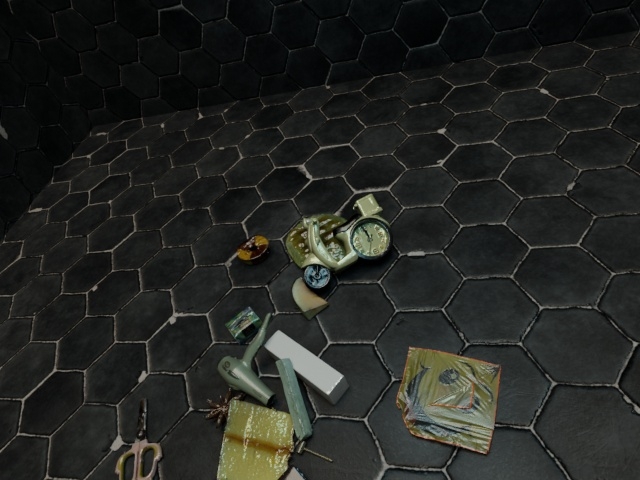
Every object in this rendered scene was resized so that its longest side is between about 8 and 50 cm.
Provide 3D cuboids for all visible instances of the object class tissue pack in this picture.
[{"bbox_3d":[-0.278,0.299,1.674,0.111,0.079,0.085,-37,45,-15],"label":"tissue pack"}]

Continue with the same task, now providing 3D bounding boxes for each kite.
[{"bbox_3d":[0.377,0.433,1.336,0.328,0.013,0.377,-25,42,-4],"label":"kite"}]

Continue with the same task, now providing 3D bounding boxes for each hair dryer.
[{"bbox_3d":[-0.188,0.396,1.485,0.267,0.092,0.229,-45,60,5],"label":"hair dryer"}]

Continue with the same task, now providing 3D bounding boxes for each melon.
[{"bbox_3d":[-0.060,0.205,1.702,0.098,0.054,0.182,-33,45,-19],"label":"melon"}]

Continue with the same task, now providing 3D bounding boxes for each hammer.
[{"bbox_3d":[-0.015,0.608,1.323,0.110,0.019,0.035,13,54,25],"label":"hammer"}]

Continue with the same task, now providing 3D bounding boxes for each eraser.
[{"bbox_3d":[-0.050,0.401,1.489,0.298,0.078,0.076,26,61,37],"label":"eraser"}]

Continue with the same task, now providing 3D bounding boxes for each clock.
[{"bbox_3d":[0.078,0.003,1.732,0.379,0.120,0.276,-23,77,-10],"label":"clock"}]

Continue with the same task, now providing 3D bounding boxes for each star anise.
[{"bbox_3d":[-0.302,0.540,1.477,0.141,0.042,0.141,-10,37,8],"label":"star anise"}]

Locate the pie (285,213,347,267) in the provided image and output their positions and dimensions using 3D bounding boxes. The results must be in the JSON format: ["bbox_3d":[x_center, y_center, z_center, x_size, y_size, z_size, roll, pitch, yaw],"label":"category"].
[{"bbox_3d":[0.000,0.000,1.863,0.307,0.071,0.306,-12,45,12],"label":"pie"}]

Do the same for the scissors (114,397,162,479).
[{"bbox_3d":[-0.581,0.649,1.496,0.160,0.024,0.317,-20,44,2],"label":"scissors"}]

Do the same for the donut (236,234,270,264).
[{"bbox_3d":[-0.275,0.042,1.936,0.141,0.059,0.140,-11,45,11],"label":"donut"}]

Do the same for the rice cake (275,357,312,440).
[{"bbox_3d":[-0.080,0.474,1.401,0.042,0.045,0.245,-38,58,30],"label":"rice cake"}]

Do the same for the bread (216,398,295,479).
[{"bbox_3d":[-0.175,0.580,1.322,0.178,0.135,0.240,-8,46,14],"label":"bread"}]

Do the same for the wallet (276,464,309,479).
[{"bbox_3d":[-0.093,0.731,1.199,0.229,0.049,0.182,-40,62,-17],"label":"wallet"}]
